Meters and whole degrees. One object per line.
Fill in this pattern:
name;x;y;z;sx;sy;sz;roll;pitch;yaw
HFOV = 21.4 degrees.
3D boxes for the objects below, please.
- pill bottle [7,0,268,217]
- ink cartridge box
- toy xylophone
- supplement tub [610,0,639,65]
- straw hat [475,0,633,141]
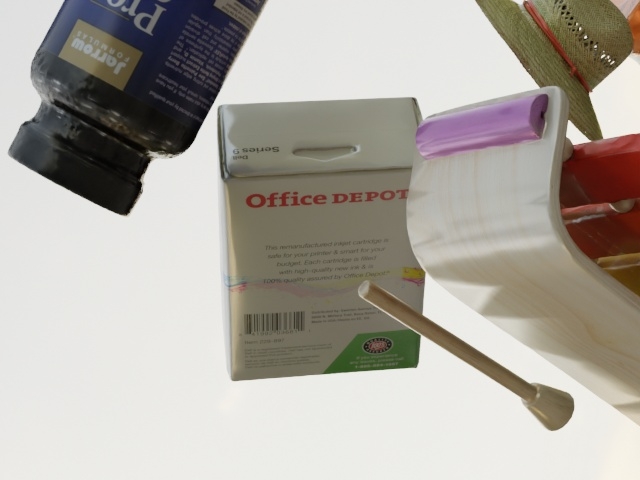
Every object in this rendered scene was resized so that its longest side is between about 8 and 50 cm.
pill bottle;-0.119;-0.132;1.141;0.219;0.123;0.123;-62;-24;0
ink cartridge box;0.000;0.000;1.290;0.093;0.154;0.212;-99;7;-46
toy xylophone;0.164;0.035;0.982;0.323;0.236;0.081;39;-117;-36
supplement tub;0.359;-0.143;1.160;0.193;0.316;0.193;-156;90;-82
straw hat;0.152;-0.123;1.013;0.144;0.061;0.144;48;-165;-18
